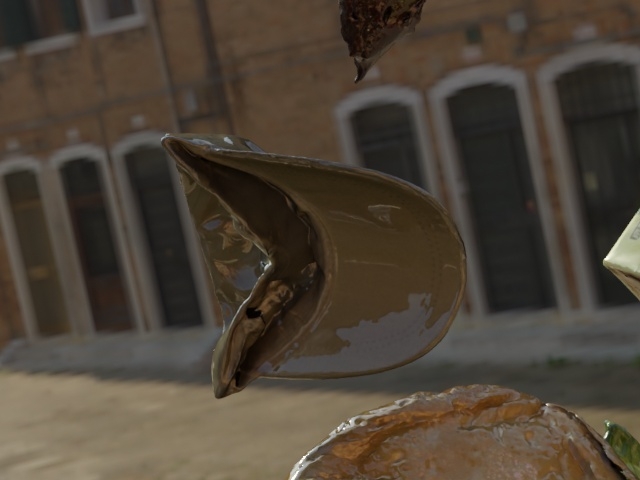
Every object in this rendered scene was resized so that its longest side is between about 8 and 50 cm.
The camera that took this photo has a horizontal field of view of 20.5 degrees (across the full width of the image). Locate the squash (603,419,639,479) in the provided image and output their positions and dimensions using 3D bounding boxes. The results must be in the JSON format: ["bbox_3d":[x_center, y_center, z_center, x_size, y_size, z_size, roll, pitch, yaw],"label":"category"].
[{"bbox_3d":[0.173,0.315,1.295,0.118,0.370,0.118,21,4,-1],"label":"squash"}]

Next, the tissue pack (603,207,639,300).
[{"bbox_3d":[0.311,-0.023,1.097,0.234,0.159,0.125,-54,31,-11],"label":"tissue pack"}]

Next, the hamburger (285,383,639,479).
[{"bbox_3d":[0.089,0.212,1.075,0.243,0.146,0.286,10,45,15],"label":"hamburger"}]

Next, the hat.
[{"bbox_3d":[0.000,0.000,1.055,0.173,0.166,0.144,-6,22,6],"label":"hat"}]

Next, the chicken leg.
[{"bbox_3d":[0.043,-0.226,1.254,0.105,0.234,0.063,-26,43,-15],"label":"chicken leg"}]
